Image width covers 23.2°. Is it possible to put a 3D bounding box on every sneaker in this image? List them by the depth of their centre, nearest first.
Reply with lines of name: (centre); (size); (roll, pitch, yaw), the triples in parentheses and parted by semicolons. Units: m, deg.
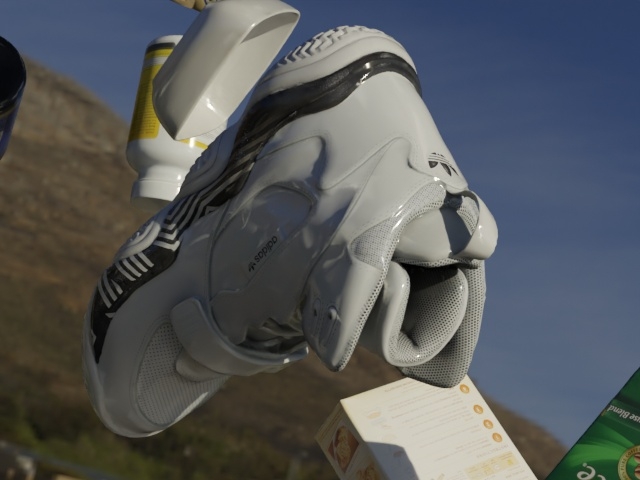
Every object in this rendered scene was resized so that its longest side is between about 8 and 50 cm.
sneaker: (-0.026, 0.049, 1.063); (0.137, 0.210, 0.366); (14, -57, -43)

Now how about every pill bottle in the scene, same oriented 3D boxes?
pill bottle: (-0.155, -0.122, 1.695); (0.103, 0.184, 0.103); (9, -15, 2)
pill bottle: (-0.439, -0.155, 1.926); (0.123, 0.122, 0.219); (16, -31, -12)

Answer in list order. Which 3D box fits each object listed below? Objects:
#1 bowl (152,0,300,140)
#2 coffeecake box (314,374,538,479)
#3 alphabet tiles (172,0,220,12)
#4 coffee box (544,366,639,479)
bowl: (-0.089, -0.160, 1.370); (0.053, 0.142, 0.142); (41, 19, 6)
coffeecake box: (0.106, 0.215, 1.392); (0.142, 0.185, 0.068); (-15, -30, -35)
alphabet tiles: (-0.204, -0.510, 2.435); (0.342, 0.285, 0.011); (22, 25, -4)
coffee box: (0.235, 0.183, 1.151); (0.113, 0.184, 0.040); (41, -2, 37)
